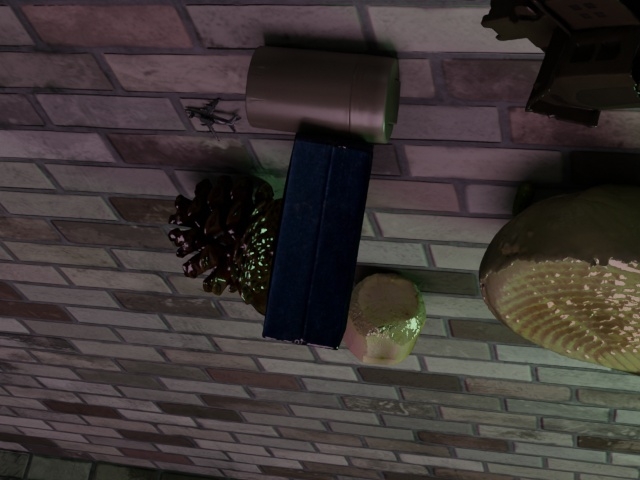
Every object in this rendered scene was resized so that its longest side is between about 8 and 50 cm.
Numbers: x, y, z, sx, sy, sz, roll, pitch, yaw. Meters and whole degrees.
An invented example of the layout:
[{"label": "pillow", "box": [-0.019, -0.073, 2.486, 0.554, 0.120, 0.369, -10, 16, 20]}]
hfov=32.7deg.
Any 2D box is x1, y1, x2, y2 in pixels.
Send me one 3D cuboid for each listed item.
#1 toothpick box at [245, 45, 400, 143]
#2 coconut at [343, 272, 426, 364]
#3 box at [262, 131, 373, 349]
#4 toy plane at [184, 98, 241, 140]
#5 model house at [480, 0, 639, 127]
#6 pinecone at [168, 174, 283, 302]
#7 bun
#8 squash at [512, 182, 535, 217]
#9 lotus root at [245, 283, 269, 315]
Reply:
[{"label": "toothpick box", "box": [0.005, -0.186, 1.385, 0.181, 0.111, 0.111, 7, 153, 11]}, {"label": "coconut", "box": [0.110, 0.143, 1.955, 0.147, 0.147, 0.152, 13, 150, -2]}, {"label": "box", "box": [0.000, 0.000, 1.479, 0.116, 0.261, 0.279, 11, -179, 1]}, {"label": "toy plane", "box": [-0.157, -0.176, 1.568, 0.084, 0.024, 0.078, 10, 135, 3]}, {"label": "model house", "box": [0.265, -0.225, 1.139, 0.211, 0.204, 0.243, 32, 164, -35]}, {"label": "pinecone", "box": [-0.147, -0.010, 1.714, 0.208, 0.207, 0.208, 9, 153, 5]}, {"label": "bun", "box": [0.413, 0.037, 1.558, 0.364, 0.202, 0.364, 16, 155, 8]}, {"label": "squash", "box": [0.300, -0.060, 1.605, 0.027, 0.027, 0.083, 8, 152, 8]}, {"label": "lotus root", "box": [-0.056, 0.100, 2.008, 0.179, 0.080, 0.089, -2, 148, 18]}]
